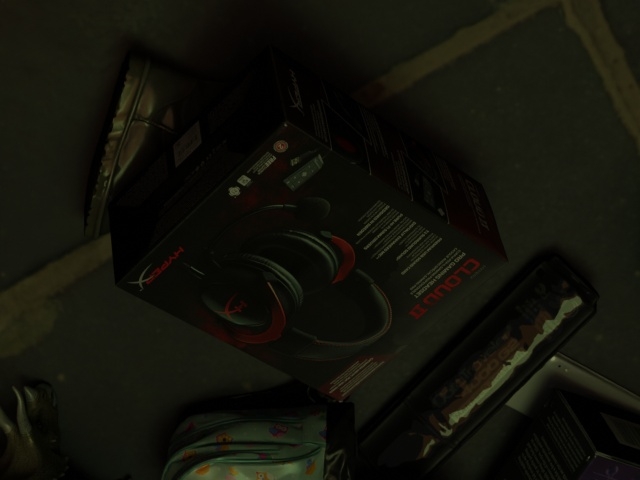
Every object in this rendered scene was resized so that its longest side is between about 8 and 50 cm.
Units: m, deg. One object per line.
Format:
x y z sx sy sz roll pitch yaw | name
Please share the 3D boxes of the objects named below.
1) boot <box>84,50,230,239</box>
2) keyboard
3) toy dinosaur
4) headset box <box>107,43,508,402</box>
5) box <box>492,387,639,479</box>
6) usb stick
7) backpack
-0.094 -0.064 1.431 0.208 0.076 0.190 15 111 -17 | boot
0.290 0.181 1.579 0.256 0.014 0.072 29 111 -14 | keyboard
-0.226 0.289 1.478 0.121 0.313 0.160 -39 147 21 | toy dinosaur
0.000 0.000 1.380 0.293 0.110 0.218 31 120 -33 | headset box
0.248 0.266 1.533 0.153 0.108 0.207 18 113 -25 | box
0.147 0.130 1.527 0.077 0.045 0.278 45 103 4 | usb stick
-0.058 0.217 1.511 0.182 0.115 0.152 1 113 -2 | backpack
